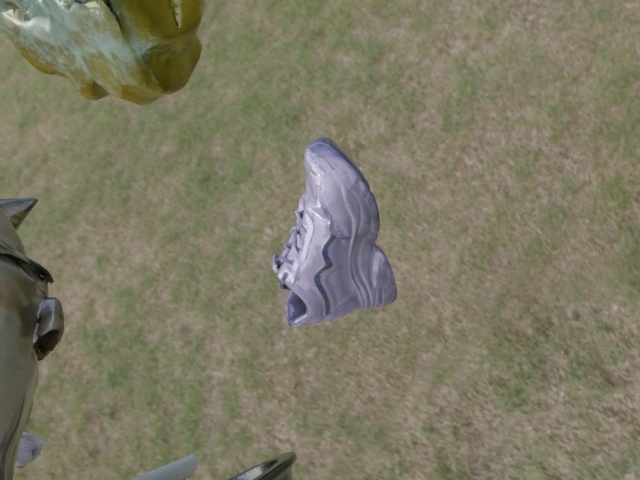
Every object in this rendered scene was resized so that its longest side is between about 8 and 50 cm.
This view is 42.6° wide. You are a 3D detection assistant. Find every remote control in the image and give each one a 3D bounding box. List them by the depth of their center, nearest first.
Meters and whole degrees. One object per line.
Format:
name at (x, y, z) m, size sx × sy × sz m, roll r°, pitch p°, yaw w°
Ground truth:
remote control at (-0.283, 0.393, 1.195) m, size 0.109 × 0.313 × 0.055 m, roll -47°, pitch 74°, yaw 14°

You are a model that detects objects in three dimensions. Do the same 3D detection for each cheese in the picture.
cheese at (-0.563, 0.364, 1.343) m, size 0.245 × 0.135 × 0.052 m, roll -23°, pitch 52°, yaw 11°

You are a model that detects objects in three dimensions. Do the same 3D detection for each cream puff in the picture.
cream puff at (-0.239, -0.316, 0.899) m, size 0.269 × 0.323 × 0.274 m, roll -55°, pitch 4°, yaw -29°

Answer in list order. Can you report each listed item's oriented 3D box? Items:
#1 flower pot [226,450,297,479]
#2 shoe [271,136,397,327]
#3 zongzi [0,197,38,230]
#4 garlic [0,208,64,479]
flower pot at (-0.096, 0.331, 0.824) m, size 0.235 × 0.235 × 0.148 m, roll -32°, pitch 82°, yaw 16°
shoe at (0.000, 0.000, 0.945) m, size 0.138 × 0.245 × 0.095 m, roll -26°, pitch 38°, yaw -11°
zongzi at (-0.533, -0.038, 1.192) m, size 0.184 × 0.187 × 0.084 m, roll -39°, pitch 47°, yaw 38°
garlic at (-0.264, 0.098, 0.401) m, size 0.322 × 0.241 × 0.321 m, roll -52°, pitch 25°, yaw 37°
